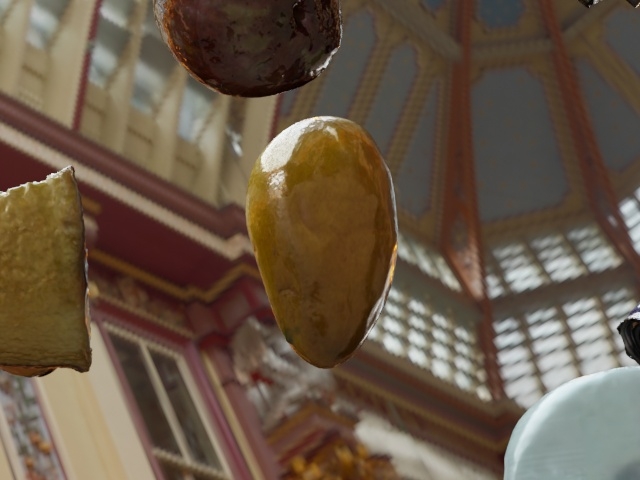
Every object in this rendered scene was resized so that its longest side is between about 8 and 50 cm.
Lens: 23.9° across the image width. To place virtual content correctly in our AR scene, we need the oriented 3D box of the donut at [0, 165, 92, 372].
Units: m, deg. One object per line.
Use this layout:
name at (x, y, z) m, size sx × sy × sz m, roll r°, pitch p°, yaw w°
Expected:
donut at (-0.264, 0.049, 1.316) m, size 0.112 × 0.151 × 0.295 m, roll -6°, pitch -11°, yaw -14°

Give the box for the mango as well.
mango at (0.000, 0.000, 1.342) m, size 0.147 × 0.227 × 0.109 m, roll 10°, pitch -13°, yaw -37°

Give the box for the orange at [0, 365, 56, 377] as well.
orange at (-0.286, 0.095, 1.479) m, size 0.083 × 0.083 × 0.083 m, roll -17°, pitch -40°, yaw -15°

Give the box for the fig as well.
fig at (-0.071, -0.209, 1.177) m, size 0.143 × 0.231 × 0.160 m, roll -32°, pitch -50°, yaw 1°

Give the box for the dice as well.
dice at (0.332, 0.289, 1.440) m, size 0.268 × 0.263 × 0.265 m, roll -8°, pitch -35°, yaw 19°

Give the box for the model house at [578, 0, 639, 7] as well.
model house at (0.256, -0.330, 1.141) m, size 0.206 × 0.178 × 0.271 m, roll -27°, pitch -28°, yaw -37°

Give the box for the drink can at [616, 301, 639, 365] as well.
drink can at (0.370, 0.027, 1.329) m, size 0.235 × 0.097 × 0.097 m, roll -42°, pitch -34°, yaw -21°
